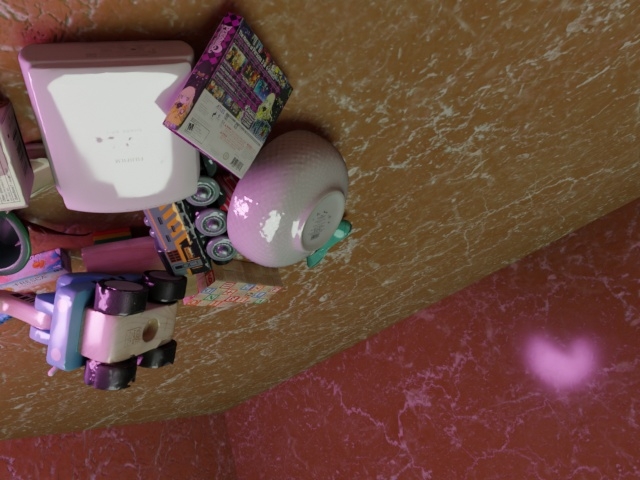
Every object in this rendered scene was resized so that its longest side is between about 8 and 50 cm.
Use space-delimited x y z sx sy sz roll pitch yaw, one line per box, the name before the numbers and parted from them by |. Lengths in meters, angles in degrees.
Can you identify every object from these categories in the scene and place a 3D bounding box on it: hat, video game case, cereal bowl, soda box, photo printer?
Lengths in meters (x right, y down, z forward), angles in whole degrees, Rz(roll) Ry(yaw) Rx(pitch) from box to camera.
hat | -0.680 -0.032 1.126 0.173 0.183 0.208 -23 113 12
video game case | -0.150 -0.240 0.892 0.210 0.042 0.232 -60 159 -1
cereal bowl | -0.044 -0.076 1.167 0.339 0.141 0.339 -42 150 -31
soda box | -0.731 0.080 1.273 0.183 0.058 0.063 -17 155 -7
photo printer | -0.341 -0.181 0.876 0.256 0.107 0.307 -9 135 -20

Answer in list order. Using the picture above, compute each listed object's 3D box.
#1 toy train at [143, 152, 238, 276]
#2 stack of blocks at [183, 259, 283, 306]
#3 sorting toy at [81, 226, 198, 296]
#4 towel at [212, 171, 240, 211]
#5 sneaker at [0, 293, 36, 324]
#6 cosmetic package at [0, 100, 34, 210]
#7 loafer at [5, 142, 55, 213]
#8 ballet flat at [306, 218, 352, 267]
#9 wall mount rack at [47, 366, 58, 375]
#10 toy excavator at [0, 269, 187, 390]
toy train | -0.302 -0.057 1.142 0.190 0.142 0.334 -15 135 -5
stack of blocks | -0.292 0.148 1.687 0.171 0.087 0.297 -36 150 31
sorting toy | -0.470 0.063 1.341 0.257 0.089 0.255 -11 141 -18
towel | -0.235 -0.105 1.286 0.275 0.031 0.199 -20 154 1
sneaker | -0.890 0.211 1.400 0.209 0.082 0.069 -16 153 -10
cosmetic package | -0.638 -0.120 0.798 0.296 0.129 0.153 -10 125 -19
loafer | -0.593 -0.104 0.959 0.268 0.092 0.102 -18 155 -3
ballet flat | 0.000 0.000 1.627 0.087 0.083 0.247 24 136 -23
wall mount rack | -0.698 0.370 1.679 0.350 0.130 0.304 -9 168 19
toy excavator | -0.596 0.164 1.134 0.445 0.222 0.433 12 -172 19
